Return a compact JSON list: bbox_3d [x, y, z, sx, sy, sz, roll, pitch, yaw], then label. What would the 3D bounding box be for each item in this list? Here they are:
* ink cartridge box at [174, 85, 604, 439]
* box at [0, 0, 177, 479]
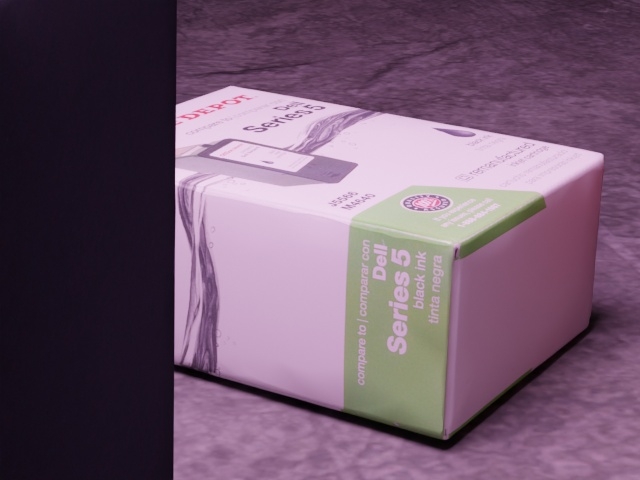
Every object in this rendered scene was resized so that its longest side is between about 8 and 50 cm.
[{"bbox_3d":[0.000,0.000,0.905,0.272,0.115,0.198,13,23,29],"label":"ink cartridge box"},{"bbox_3d":[-0.211,0.034,0.530,0.294,0.296,0.183,8,20,14],"label":"box"}]
